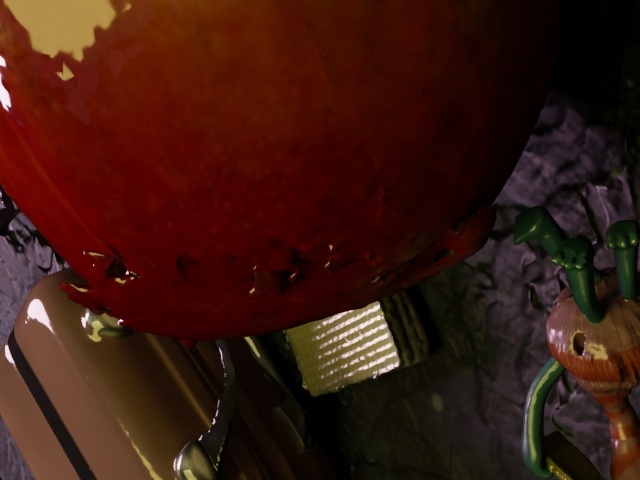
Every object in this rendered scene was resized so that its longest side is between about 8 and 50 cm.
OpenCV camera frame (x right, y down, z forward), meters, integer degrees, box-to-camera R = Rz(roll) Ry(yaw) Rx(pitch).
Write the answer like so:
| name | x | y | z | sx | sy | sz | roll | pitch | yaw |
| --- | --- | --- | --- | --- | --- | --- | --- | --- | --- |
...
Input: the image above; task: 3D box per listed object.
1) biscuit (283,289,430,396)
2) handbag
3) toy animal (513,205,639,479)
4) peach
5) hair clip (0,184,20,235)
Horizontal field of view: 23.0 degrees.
| name | x | y | z | sx | sy | sz | roll | pitch | yaw |
| --- | --- | --- | --- | --- | --- | --- | --- | --- | --- |
| biscuit | 0.000 | 0.000 | 1.055 | 0.121 | 0.040 | 0.199 | -28 | 81 | 57 |
| handbag | -0.110 | 0.137 | 1.176 | 0.302 | 0.149 | 0.283 | 57 | 141 | 23 |
| toy animal | 0.149 | 0.081 | 0.837 | 0.103 | 0.100 | 0.208 | -11 | 113 | 17 |
| peach | -0.047 | -0.128 | 0.803 | 0.370 | 0.370 | 0.370 | 27 | 126 | 45 |
| hair clip | -0.301 | -0.121 | 1.347 | 0.090 | 0.137 | 0.278 | 19 | 129 | 6 |
